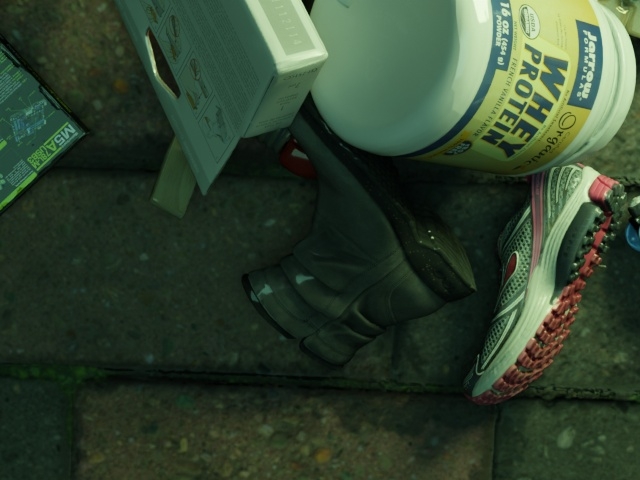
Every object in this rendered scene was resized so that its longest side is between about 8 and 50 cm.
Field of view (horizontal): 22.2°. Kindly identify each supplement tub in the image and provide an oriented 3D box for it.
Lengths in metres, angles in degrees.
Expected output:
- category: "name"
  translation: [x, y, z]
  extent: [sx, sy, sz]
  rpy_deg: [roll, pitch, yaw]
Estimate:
- category: "supplement tub"
  translation: [0.163, -0.187, 1.695]
  extent: [0.228, 0.316, 0.228]
  rpy_deg: [-5, 83, 42]

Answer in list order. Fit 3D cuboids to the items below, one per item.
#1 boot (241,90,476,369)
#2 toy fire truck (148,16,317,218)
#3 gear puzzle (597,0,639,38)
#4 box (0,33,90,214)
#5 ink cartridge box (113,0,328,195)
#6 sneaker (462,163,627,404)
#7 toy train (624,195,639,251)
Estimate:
- category: "boot"
  translation: [0.000, 0.000, 1.777]
  extent: [0.222, 0.118, 0.338]
  rpy_deg: [-30, 119, 17]
- category: "toy fire truck"
  translation: [-0.067, -0.127, 1.820]
  extent: [0.217, 0.158, 0.246]
  rpy_deg: [35, 108, -5]
- category: "gear puzzle"
  translation: [0.357, -0.307, 1.840]
  extent: [0.338, 0.044, 0.176]
  rpy_deg: [19, 99, 1]
- category: "box"
  translation: [-0.394, -0.127, 1.864]
  extent: [0.190, 0.045, 0.184]
  rpy_deg: [-43, 97, 5]
- category: "ink cartridge box"
  translation: [-0.117, -0.236, 1.689]
  extent: [0.066, 0.261, 0.296]
  rpy_deg: [-17, 71, -27]
- category: "sneaker"
  translation: [0.239, 0.050, 1.860]
  extent: [0.112, 0.121, 0.299]
  rpy_deg: [29, 99, 26]
- category: "toy train"
  translation: [0.426, 0.016, 1.864]
  extent: [0.105, 0.080, 0.184]
  rpy_deg: [-33, 94, -5]
